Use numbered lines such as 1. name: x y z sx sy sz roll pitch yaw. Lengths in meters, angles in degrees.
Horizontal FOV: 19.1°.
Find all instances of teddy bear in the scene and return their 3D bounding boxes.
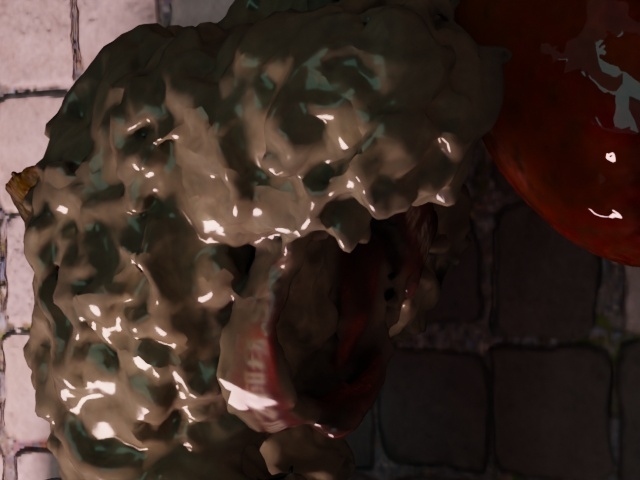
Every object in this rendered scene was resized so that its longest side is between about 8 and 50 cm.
1. teddy bear: 0.000 0.000 0.971 0.224 0.367 0.357 19 113 19

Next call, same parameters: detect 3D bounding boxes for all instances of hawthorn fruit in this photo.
1. hawthorn fruit: 0.162 -0.104 0.954 0.249 0.215 0.215 45 117 25

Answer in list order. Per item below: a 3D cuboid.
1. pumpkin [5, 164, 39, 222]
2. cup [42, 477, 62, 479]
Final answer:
1. pumpkin: -0.125 -0.010 1.175 0.278 0.163 0.111 -20 86 49
2. cup: -0.053 0.302 1.131 0.311 0.257 0.331 6 137 38
